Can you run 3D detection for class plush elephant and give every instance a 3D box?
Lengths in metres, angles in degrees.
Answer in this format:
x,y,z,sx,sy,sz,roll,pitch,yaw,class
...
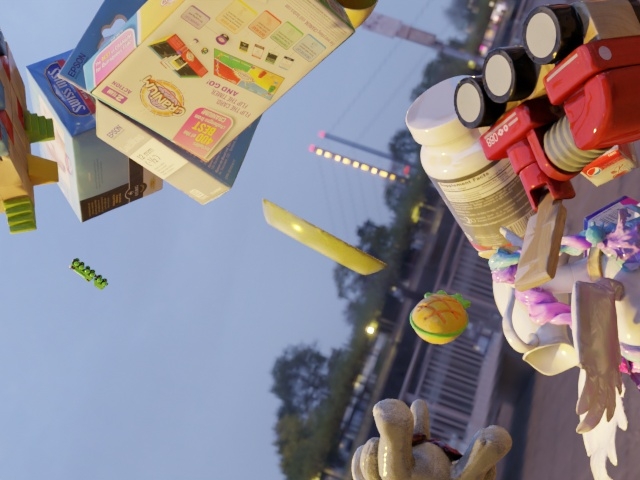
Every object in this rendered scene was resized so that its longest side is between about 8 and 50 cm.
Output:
x,y,z,sx,sy,sz,roll,pitch,yaw,class
0.197,0.441,1.790,0.255,0.272,0.330,-107,27,-74,plush elephant

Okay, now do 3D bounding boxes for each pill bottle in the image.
x,y,z,sx,sy,sz,roll,pitch,yaw,class
0.340,-0.156,1.895,0.363,0.210,0.210,53,-137,-31,pill bottle

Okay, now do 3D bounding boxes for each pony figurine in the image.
x,y,z,sx,sy,sz,roll,pitch,yaw,class
0.402,0.100,1.143,0.303,0.363,0.351,66,-163,-54,pony figurine

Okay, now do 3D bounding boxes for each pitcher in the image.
x,y,z,sx,sy,sz,roll,pitch,yaw,class
0.355,0.110,1.532,0.125,0.178,0.207,-31,53,32,pitcher

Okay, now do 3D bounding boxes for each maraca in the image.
x,y,z,sx,sy,sz,roll,pitch,yaw,class
0.267,0.163,1.982,0.185,0.127,0.099,-53,-27,-56,maraca

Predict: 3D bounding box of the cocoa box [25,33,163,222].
x,y,z,sx,sy,sz,roll,pitch,yaw,class
-0.512,-0.251,2.063,0.228,0.231,0.347,-27,-23,-24,cocoa box

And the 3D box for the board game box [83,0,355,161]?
x,y,z,sx,sy,sz,roll,pitch,yaw,class
-0.145,-0.276,1.290,0.316,0.242,0.064,-38,49,21,board game box

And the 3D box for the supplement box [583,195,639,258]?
x,y,z,sx,sy,sz,roll,pitch,yaw,class
0.589,0.025,1.596,0.111,0.220,0.114,-26,-54,-21,supplement box

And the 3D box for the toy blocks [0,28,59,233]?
x,y,z,sx,sy,sz,roll,pitch,yaw,class
-0.607,-0.237,1.629,0.261,0.191,0.381,96,162,-63,toy blocks

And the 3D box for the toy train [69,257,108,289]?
x,y,z,sx,sy,sz,roll,pitch,yaw,class
-0.425,0.062,1.640,0.024,0.083,0.017,-41,31,13,toy train

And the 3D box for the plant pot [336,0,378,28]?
x,y,z,sx,sy,sz,roll,pitch,yaw,class
0.058,-0.535,2.062,0.095,0.134,0.134,108,-175,-50,plant pot

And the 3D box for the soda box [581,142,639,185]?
x,y,z,sx,sy,sz,roll,pitch,yaw,class
0.514,-0.240,1.680,0.092,0.083,0.263,-29,49,35,soda box

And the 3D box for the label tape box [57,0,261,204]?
x,y,z,sx,sy,sz,roll,pitch,yaw,class
-0.280,-0.265,1.603,0.115,0.348,0.249,-25,38,52,label tape box

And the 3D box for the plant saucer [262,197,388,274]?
x,y,z,sx,sy,sz,roll,pitch,yaw,class
0.000,0.000,1.511,0.037,0.241,0.241,-62,-6,1,plant saucer

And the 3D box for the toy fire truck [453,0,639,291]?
x,y,z,sx,sy,sz,roll,pitch,yaw,class
0.248,-0.092,0.912,0.217,0.158,0.246,-42,63,61,toy fire truck
